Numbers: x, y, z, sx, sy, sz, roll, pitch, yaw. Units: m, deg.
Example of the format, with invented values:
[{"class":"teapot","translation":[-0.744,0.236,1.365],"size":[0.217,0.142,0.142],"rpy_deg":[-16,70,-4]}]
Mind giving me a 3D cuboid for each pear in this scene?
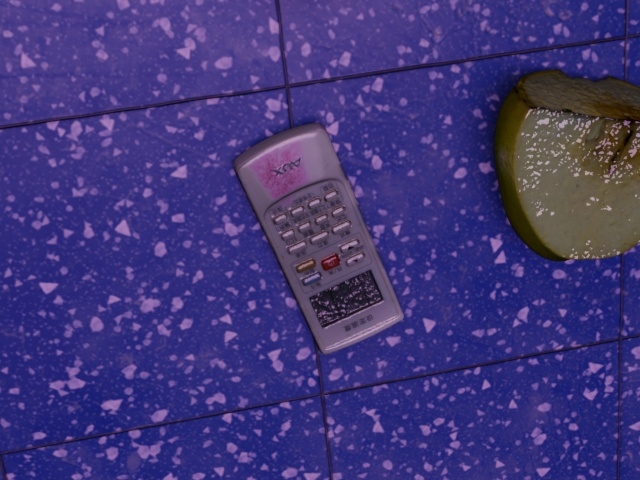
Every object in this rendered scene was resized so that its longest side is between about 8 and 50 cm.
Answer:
[{"class":"pear","translation":[0.372,-0.097,1.516],"size":[0.292,0.159,0.292],"rpy_deg":[-3,113,-7]}]

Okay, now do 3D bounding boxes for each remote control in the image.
[{"class":"remote control","translation":[0.000,0.000,1.537],"size":[0.145,0.050,0.344],"rpy_deg":[-25,115,0]}]
